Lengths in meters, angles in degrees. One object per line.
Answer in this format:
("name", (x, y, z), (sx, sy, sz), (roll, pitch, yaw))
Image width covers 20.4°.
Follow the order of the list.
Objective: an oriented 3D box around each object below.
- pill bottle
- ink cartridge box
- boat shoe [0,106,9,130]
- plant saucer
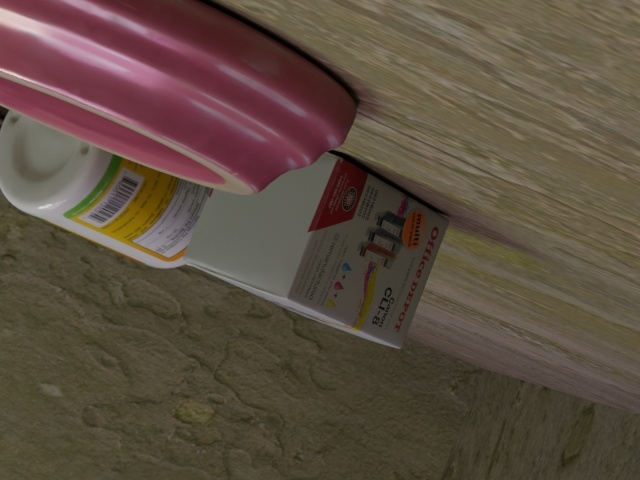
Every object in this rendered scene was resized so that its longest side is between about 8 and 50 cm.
("pill bottle", (-0.163, -0.053, 1.615), (0.136, 0.136, 0.246), (18, 174, 40))
("ink cartridge box", (0.000, 0.000, 1.527), (0.127, 0.128, 0.176), (18, 175, 39))
("boat shoe", (-0.344, -0.131, 1.811), (0.324, 0.096, 0.116), (22, 176, -6))
("plant saucer", (-0.143, -0.113, 1.171), (0.332, 0.084, 0.332), (22, 176, 2))
